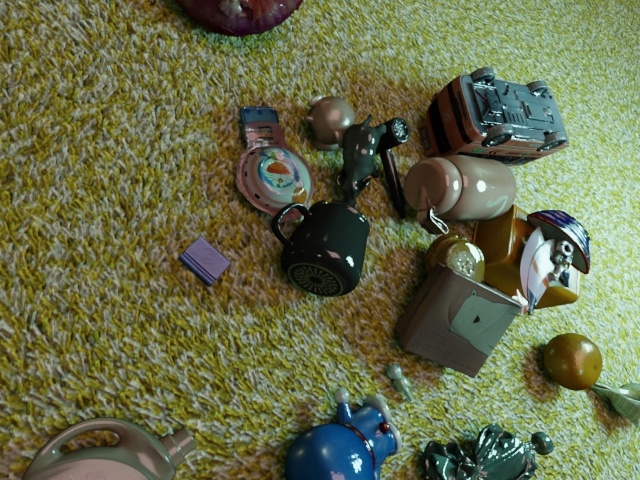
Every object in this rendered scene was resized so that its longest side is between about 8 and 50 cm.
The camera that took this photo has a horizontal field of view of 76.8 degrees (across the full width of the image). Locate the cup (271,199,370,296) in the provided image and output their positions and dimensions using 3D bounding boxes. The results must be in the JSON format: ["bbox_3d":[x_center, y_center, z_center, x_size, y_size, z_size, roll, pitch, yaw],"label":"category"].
[{"bbox_3d":[0.000,0.000,0.846,0.223,0.169,0.176,43,54,-25],"label":"cup"}]

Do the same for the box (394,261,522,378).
[{"bbox_3d":[0.314,0.186,0.943,0.215,0.086,0.215,26,100,-17],"label":"box"}]

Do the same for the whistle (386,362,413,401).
[{"bbox_3d":[0.181,0.320,0.918,0.035,0.035,0.100,-31,91,-30],"label":"whistle"}]

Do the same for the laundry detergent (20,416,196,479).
[{"bbox_3d":[-0.330,0.351,0.630,0.237,0.076,0.171,-31,89,-31],"label":"laundry detergent"}]

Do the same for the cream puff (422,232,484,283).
[{"bbox_3d":[0.331,0.063,1.023,0.150,0.115,0.165,-4,93,-18],"label":"cream puff"}]

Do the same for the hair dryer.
[{"bbox_3d":[0.194,-0.180,1.041,0.070,0.128,0.255,-21,95,-31],"label":"hair dryer"}]

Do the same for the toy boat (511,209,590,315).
[{"bbox_3d":[0.565,0.038,1.030,0.319,0.072,0.218,-23,88,-21],"label":"toy boat"}]

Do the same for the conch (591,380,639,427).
[{"bbox_3d":[0.918,0.485,1.184,0.234,0.137,0.114,2,99,-17],"label":"conch"}]

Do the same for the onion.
[{"bbox_3d":[-0.189,-0.652,0.935,0.349,0.285,0.346,-1,107,-3],"label":"onion"}]

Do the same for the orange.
[{"bbox_3d":[0.695,0.333,1.119,0.156,0.124,0.155,-1,92,-28],"label":"orange"}]

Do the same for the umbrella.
[{"bbox_3d":[0.386,0.506,0.925,0.350,0.094,0.143,-7,96,-22],"label":"umbrella"}]

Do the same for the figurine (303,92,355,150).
[{"bbox_3d":[0.024,-0.289,0.989,0.125,0.125,0.137,-41,107,-30],"label":"figurine"}]

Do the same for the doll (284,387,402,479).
[{"bbox_3d":[0.045,0.407,0.770,0.257,0.161,0.215,-12,66,-45],"label":"doll"}]

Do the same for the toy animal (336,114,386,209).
[{"bbox_3d":[0.090,-0.164,0.968,0.137,0.082,0.269,-30,133,-63],"label":"toy animal"}]

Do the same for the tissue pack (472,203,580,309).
[{"bbox_3d":[0.580,0.047,1.141,0.275,0.145,0.194,28,62,-17],"label":"tissue pack"}]

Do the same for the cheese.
[{"bbox_3d":[-0.109,-0.175,0.908,0.189,0.074,0.285,-9,77,-30],"label":"cheese"}]

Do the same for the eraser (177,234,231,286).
[{"bbox_3d":[-0.231,0.041,0.805,0.085,0.027,0.063,43,62,-9],"label":"eraser"}]

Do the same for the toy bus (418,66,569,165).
[{"bbox_3d":[0.509,-0.336,1.180,0.428,0.233,0.202,-4,76,-30],"label":"toy bus"}]

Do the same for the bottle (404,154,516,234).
[{"bbox_3d":[0.356,-0.118,1.041,0.297,0.173,0.206,-2,89,-38],"label":"bottle"}]
